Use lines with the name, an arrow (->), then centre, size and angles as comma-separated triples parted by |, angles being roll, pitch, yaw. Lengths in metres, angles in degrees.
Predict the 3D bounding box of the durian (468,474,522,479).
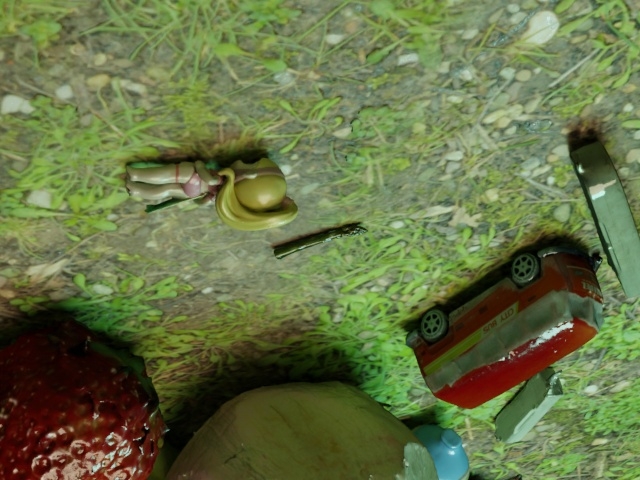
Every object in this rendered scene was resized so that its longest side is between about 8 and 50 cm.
durian -> 0.234, 0.476, 2.327 | 0.237, 0.138, 0.193 | -18, 145, 5

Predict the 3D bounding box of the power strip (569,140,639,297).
power strip -> 0.351, -0.028, 1.722 | 0.048, 0.080, 0.286 | -26, 142, 8

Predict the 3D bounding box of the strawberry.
strawberry -> -0.324, 0.249, 1.724 | 0.288, 0.238, 0.250 | -42, 131, -2

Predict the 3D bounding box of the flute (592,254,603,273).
flute -> 0.341, 0.101, 1.950 | 0.014, 0.014, 0.269 | -4, 144, -13

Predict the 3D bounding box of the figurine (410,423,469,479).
figurine -> 0.130, 0.383, 2.145 | 0.153, 0.180, 0.262 | 22, 146, 1

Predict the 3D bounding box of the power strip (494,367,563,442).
power strip -> 0.309, 0.243, 2.107 | 0.030, 0.048, 0.191 | 0, 144, -26

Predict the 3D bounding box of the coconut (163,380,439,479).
coconut -> -0.030, 0.371, 1.927 | 0.404, 0.405, 0.405 | -9, 145, -7

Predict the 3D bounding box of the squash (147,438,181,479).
squash -> -0.222, 0.317, 2.007 | 0.083, 0.083, 0.250 | -21, 141, 11

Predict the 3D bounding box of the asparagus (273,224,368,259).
asparagus -> 0.000, 0.000, 1.691 | 0.114, 0.014, 0.015 | -17, 146, 5

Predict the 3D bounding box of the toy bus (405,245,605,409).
toy bus -> 0.246, 0.116, 1.845 | 0.265, 0.120, 0.121 | -35, 141, 29

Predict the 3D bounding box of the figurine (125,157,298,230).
figurine -> -0.117, -0.051, 1.536 | 0.187, 0.083, 0.083 | 4, 142, -8
